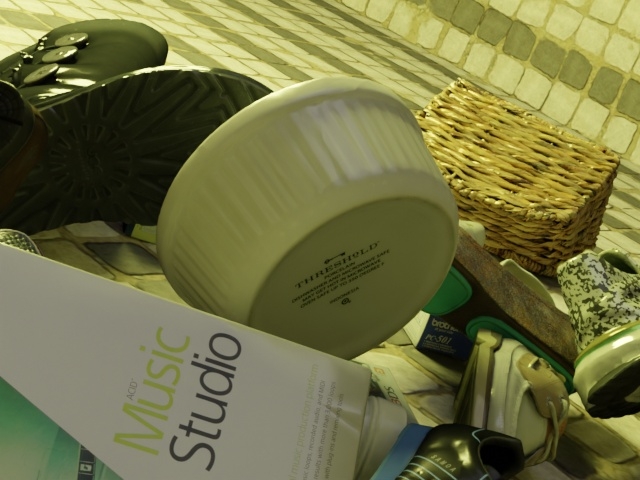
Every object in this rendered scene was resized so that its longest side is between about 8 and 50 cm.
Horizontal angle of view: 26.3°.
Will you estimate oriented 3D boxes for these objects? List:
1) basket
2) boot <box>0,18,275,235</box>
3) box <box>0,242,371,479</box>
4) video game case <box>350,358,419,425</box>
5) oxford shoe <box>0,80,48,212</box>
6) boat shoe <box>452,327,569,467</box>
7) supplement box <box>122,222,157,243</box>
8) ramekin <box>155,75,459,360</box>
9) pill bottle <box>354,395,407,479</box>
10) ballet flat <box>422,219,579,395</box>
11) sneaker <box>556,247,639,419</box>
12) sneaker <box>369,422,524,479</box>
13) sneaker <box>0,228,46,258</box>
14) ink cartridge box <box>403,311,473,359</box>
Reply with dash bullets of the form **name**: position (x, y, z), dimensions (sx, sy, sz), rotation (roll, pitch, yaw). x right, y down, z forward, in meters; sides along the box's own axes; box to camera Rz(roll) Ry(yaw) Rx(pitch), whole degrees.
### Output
- **basket**: position (0.254, -0.053, 2.020), dimensions (0.299, 0.223, 0.213), rotation (29, 52, 20)
- **boot**: position (-0.204, -0.138, 1.438), dimensions (0.367, 0.146, 0.445), rotation (-7, 17, 2)
- **box**: position (-0.138, 0.135, 0.857), dimensions (0.322, 0.058, 0.232), rotation (19, 52, -9)
- **video game case**: position (-0.001, 0.142, 1.249), dimensions (0.190, 0.022, 0.173), rotation (16, 18, -20)
- **oxford shoe**: position (-0.304, -0.022, 1.094), dimensions (0.083, 0.227, 0.096), rotation (51, 0, 21)
- **boat shoe**: position (0.181, 0.156, 1.282), dimensions (0.103, 0.113, 0.302), rotation (19, 16, 5)
- **supplement box**: position (-0.161, -0.040, 1.481), dimensions (0.083, 0.083, 0.056), rotation (18, 19, -18)
- **ramekin**: position (0.000, 0.000, 1.218), dimensions (0.273, 0.273, 0.127), rotation (6, 38, -43)
- **pill bottle**: position (-0.036, 0.137, 1.076), dimensions (0.194, 0.108, 0.108), rotation (20, 18, -9)
- **ballet flat**: position (0.163, 0.046, 1.456), dimensions (0.316, 0.108, 0.106), rotation (41, 51, -17)
- **sneaker**: position (0.373, 0.086, 1.493), dimensions (0.410, 0.158, 0.182), rotation (15, 48, -59)
- **sneaker**: position (0.079, 0.202, 0.972), dimensions (0.091, 0.081, 0.232), rotation (-2, 27, 24)
- **sneaker**: position (-0.258, 0.051, 1.053), dimensions (0.121, 0.112, 0.299), rotation (20, 17, -7)
- **ink cartridge box**: position (0.129, 0.068, 1.586), dimensions (0.097, 0.046, 0.207), rotation (15, 19, -21)
